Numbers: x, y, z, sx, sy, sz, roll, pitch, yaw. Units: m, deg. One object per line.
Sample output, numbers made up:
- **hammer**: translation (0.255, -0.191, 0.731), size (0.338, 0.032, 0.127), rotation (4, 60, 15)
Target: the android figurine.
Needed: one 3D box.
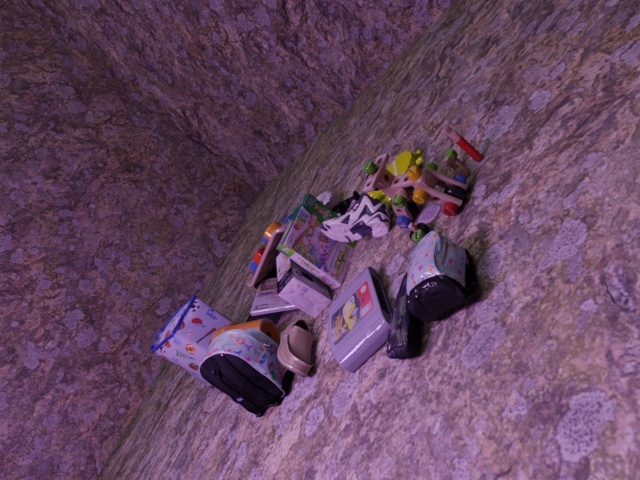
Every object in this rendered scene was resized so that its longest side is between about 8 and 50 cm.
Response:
- **android figurine**: translation (0.259, -0.212, 1.607), size (0.273, 0.056, 0.248), rotation (-46, 19, 25)

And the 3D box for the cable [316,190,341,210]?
- **cable**: translation (-0.015, -0.112, 2.052), size (0.257, 0.089, 0.257), rotation (-48, 15, 11)

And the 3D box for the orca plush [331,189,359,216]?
- **orca plush**: translation (0.047, -0.098, 1.854), size (0.287, 0.102, 0.151), rotation (-50, 18, 8)

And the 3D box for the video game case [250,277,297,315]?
- **video game case**: translation (-0.149, 0.203, 1.735), size (0.212, 0.023, 0.193), rotation (-11, 32, 14)

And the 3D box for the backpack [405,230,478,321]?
- **backpack**: translation (0.256, 0.068, 0.982), size (0.152, 0.115, 0.182), rotation (-40, 19, 43)

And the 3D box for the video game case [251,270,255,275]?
- **video game case**: translation (-0.214, 0.091, 2.136), size (0.210, 0.042, 0.232), rotation (-39, 6, -21)

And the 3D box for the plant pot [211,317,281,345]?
- **plant pot**: translation (-0.246, 0.370, 1.599), size (0.188, 0.205, 0.205), rotation (-28, 26, 20)

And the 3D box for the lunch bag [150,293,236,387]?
- **lunch bag**: translation (-0.493, 0.433, 1.852), size (0.385, 0.327, 0.239), rotation (-41, 18, 43)

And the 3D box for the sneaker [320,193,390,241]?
- **sneaker**: translation (0.123, -0.084, 1.519), size (0.234, 0.094, 0.153), rotation (-10, 42, 27)

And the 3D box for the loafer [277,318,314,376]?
- **loafer**: translation (-0.070, 0.313, 1.371), size (0.092, 0.102, 0.268), rotation (-57, 16, 8)

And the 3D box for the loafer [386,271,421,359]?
- **loafer**: translation (0.190, 0.165, 1.029), size (0.078, 0.076, 0.223), rotation (-26, 35, 41)

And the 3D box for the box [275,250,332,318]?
- **box**: translation (-0.066, 0.126, 1.590), size (0.087, 0.169, 0.290), rotation (-49, 22, 16)

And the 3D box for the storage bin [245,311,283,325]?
- **storage bin**: translation (-0.214, 0.283, 1.828), size (0.122, 0.084, 0.180), rotation (-25, 34, 57)

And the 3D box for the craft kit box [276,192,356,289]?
- **craft kit box**: translation (0.000, 0.000, 1.551), size (0.061, 0.246, 0.250), rotation (-30, 29, 46)

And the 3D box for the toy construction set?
- **toy construction set**: translation (0.262, -0.182, 1.240), size (0.309, 0.237, 0.257), rotation (-52, 17, 3)

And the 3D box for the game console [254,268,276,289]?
- **game console**: translation (-0.122, 0.102, 1.895), size (0.361, 0.044, 0.213), rotation (-29, 7, 45)

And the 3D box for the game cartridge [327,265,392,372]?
- **game cartridge**: translation (0.099, 0.209, 1.223), size (0.196, 0.060, 0.294), rotation (-52, 17, 18)

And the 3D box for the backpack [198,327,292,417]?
- **backpack**: translation (-0.233, 0.387, 1.392), size (0.225, 0.253, 0.191), rotation (-42, 21, 35)

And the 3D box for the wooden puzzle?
- **wooden puzzle**: translation (-0.156, -0.001, 1.815), size (0.322, 0.080, 0.348), rotation (-39, -14, -51)
